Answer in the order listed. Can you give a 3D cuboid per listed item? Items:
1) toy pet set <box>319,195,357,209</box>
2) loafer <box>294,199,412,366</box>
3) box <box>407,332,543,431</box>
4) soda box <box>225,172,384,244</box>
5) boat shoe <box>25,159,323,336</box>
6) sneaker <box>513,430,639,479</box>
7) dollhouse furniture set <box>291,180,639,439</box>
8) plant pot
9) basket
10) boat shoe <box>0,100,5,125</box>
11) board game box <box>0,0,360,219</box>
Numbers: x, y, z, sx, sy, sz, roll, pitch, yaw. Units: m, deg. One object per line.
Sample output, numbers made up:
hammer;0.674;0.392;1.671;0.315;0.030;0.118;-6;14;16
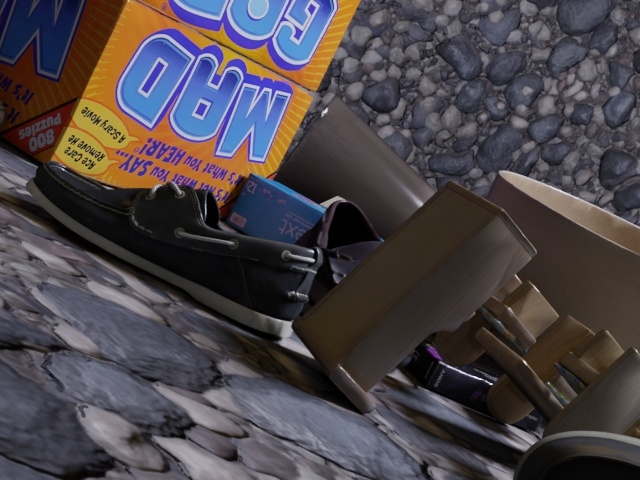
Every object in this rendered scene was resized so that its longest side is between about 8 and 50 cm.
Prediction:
toy pet set;-0.008;-0.011;1.535;0.114;0.065;0.122;-25;38;-36
loafer;0.029;0.027;1.082;0.109;0.095;0.302;25;6;-16
box;0.123;0.115;1.063;0.116;0.029;0.162;24;5;-18
soda box;0.000;0.000;1.323;0.210;0.067;0.071;30;6;27
boat shoe;-0.111;-0.010;0.891;0.233;0.079;0.084;26;7;5
sneaker;0.208;0.179;0.623;0.222;0.083;0.118;28;7;5
dollhouse furniture set;0.124;0.104;0.859;0.242;0.161;0.212;48;-2;-21
plant pot;0.264;0.075;1.172;0.284;0.191;0.284;25;12;-6
basket;0.057;-0.059;1.642;0.227;0.204;0.154;37;31;0
boat shoe;-0.396;-0.183;1.106;0.227;0.081;0.079;27;6;1
board game box;-0.224;-0.275;1.318;0.356;0.356;0.356;30;7;30
